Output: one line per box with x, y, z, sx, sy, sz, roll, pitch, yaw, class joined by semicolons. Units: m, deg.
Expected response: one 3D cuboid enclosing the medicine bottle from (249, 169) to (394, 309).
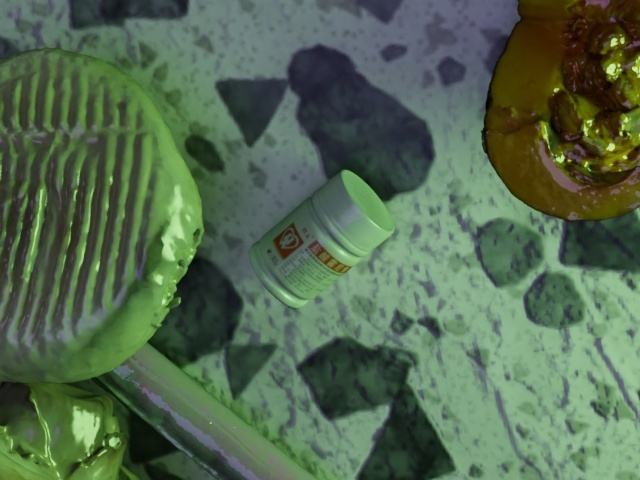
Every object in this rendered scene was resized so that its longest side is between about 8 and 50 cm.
0.000;0.000;0.682;0.089;0.057;0.057;-40;95;19;medicine bottle

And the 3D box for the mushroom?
-0.212;0.185;0.697;0.254;0.255;0.184;15;82;7;mushroom

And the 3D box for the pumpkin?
0.167;-0.112;0.589;0.118;0.108;0.184;17;117;14;pumpkin

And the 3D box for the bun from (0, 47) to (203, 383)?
-0.179;-0.009;0.665;0.220;0.134;0.221;-1;84;9;bun

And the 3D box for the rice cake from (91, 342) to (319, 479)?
-0.076;0.147;0.744;0.270;0.055;0.049;39;105;1;rice cake
